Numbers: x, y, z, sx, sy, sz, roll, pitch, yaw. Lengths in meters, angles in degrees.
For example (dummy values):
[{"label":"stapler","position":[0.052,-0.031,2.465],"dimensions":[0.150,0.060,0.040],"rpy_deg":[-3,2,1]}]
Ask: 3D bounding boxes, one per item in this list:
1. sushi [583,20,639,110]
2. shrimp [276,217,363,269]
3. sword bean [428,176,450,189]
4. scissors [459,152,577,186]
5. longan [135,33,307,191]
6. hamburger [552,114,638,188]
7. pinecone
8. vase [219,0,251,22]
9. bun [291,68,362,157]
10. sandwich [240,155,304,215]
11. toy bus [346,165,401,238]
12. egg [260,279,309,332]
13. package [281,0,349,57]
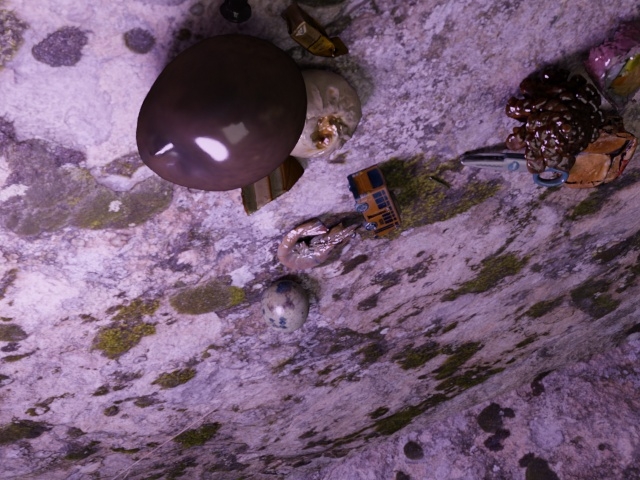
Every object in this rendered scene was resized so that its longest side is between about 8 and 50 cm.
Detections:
[{"label":"sushi","position":[0.698,-0.401,1.516],"dimensions":[0.161,0.108,0.241],"rpy_deg":[-37,148,24]},{"label":"shrimp","position":[-0.014,-0.007,1.756],"dimensions":[0.145,0.059,0.254],"rpy_deg":[30,129,-30]},{"label":"sword bean","position":[0.313,-0.151,1.749],"dimensions":[0.083,0.012,0.012],"rpy_deg":[20,129,-38]},{"label":"scissors","position":[0.495,-0.196,1.684],"dimensions":[0.288,0.041,0.138],"rpy_deg":[4,139,1]},{"label":"longan","position":[-0.180,-0.223,1.222],"dimensions":[0.350,0.289,0.288],"rpy_deg":[-25,146,34]},{"label":"hamburger","position":[0.705,-0.232,1.740],"dimensions":[0.230,0.107,0.231],"rpy_deg":[-9,145,-6]},{"label":"pinecone","position":[0.529,-0.277,1.523],"dimensions":[0.228,0.201,0.203],"rpy_deg":[-23,139,0]},{"label":"vase","position":[-0.131,-0.442,1.111],"dimensions":[0.120,0.120,0.183],"rpy_deg":[-6,160,-17]},{"label":"bun","position":[-0.013,-0.248,1.384],"dimensions":[0.222,0.128,0.222],"rpy_deg":[-10,141,-8]},{"label":"sandwich","position":[-0.096,-0.109,1.485],"dimensions":[0.117,0.187,0.144],"rpy_deg":[-30,136,17]},{"label":"toy bus","position":[0.140,-0.096,1.679],"dimensions":[0.103,0.091,0.182],"rpy_deg":[-23,142,7]},{"label":"egg","position":[-0.101,0.192,1.900],"dimensions":[0.141,0.141,0.182],"rpy_deg":[-14,142,-6]},{"label":"package","position":[-0.012,-0.386,1.254],"dimensions":[0.047,0.071,0.131],"rpy_deg":[-43,139,21]}]
